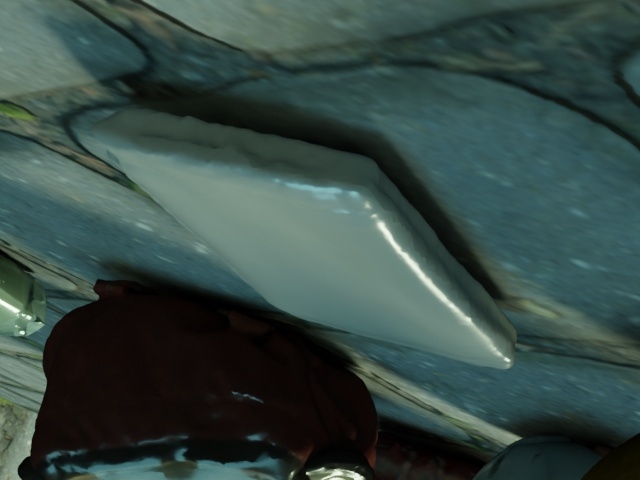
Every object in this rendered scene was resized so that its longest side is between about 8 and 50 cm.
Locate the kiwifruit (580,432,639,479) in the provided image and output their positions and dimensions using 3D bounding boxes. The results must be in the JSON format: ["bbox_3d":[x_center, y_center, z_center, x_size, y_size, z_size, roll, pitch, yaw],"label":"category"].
[{"bbox_3d":[0.182,0.159,0.531,0.234,0.196,0.196,29,165,-12],"label":"kiwifruit"}]

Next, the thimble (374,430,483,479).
[{"bbox_3d":[0.065,0.236,1.062,0.125,0.163,0.189,22,160,14],"label":"thimble"}]

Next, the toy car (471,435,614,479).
[{"bbox_3d":[0.172,0.249,0.801,0.212,0.270,0.180,6,164,-11],"label":"toy car"}]

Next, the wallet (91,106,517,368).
[{"bbox_3d":[0.000,0.000,0.544,0.124,0.032,0.183,15,163,31],"label":"wallet"}]

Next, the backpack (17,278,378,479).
[{"bbox_3d":[-0.065,0.118,0.898,0.229,0.139,0.229,5,157,2],"label":"backpack"}]

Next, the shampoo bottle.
[{"bbox_3d":[-0.262,0.006,0.946,0.072,0.049,0.212,10,161,31],"label":"shampoo bottle"}]
